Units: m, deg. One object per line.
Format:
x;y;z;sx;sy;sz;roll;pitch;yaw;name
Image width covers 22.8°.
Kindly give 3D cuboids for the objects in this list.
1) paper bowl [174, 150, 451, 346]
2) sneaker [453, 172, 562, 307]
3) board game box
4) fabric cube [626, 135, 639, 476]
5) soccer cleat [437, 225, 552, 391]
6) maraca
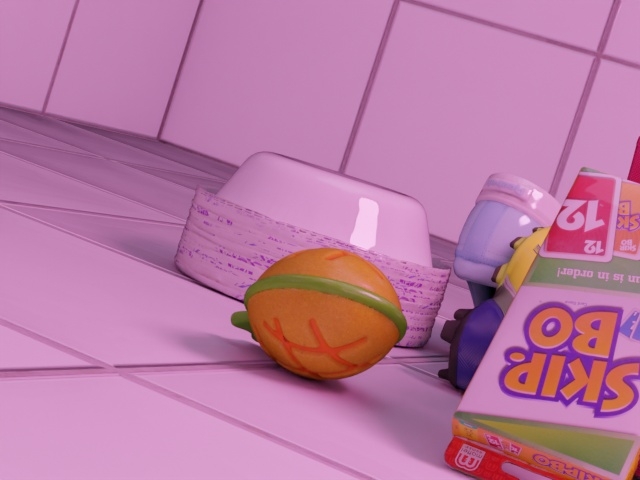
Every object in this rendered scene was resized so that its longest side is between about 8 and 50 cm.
0.000;0.000;1.669;0.284;0.148;0.284;17;4;-1;paper bowl
0.238;0.082;1.764;0.135;0.150;0.366;18;-23;45;sneaker
0.191;0.067;1.110;0.124;0.259;0.039;19;-28;20;board game box
0.376;0.067;1.276;0.259;0.258;0.254;24;20;30;fabric cube
0.211;0.071;1.513;0.121;0.093;0.289;12;28;23;soccer cleat
-0.003;0.063;1.251;0.127;0.099;0.186;23;-22;-13;maraca
